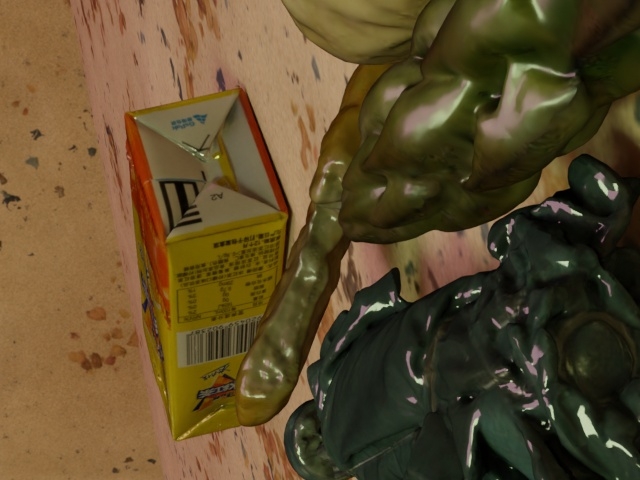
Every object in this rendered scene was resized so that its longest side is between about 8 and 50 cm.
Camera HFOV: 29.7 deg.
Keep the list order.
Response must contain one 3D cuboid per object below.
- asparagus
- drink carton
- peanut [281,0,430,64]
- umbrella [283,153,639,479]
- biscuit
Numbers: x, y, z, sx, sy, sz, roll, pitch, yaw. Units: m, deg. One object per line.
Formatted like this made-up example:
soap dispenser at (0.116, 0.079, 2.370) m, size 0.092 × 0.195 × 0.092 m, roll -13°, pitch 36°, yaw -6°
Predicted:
asparagus at (0.071, -0.061, 0.391) m, size 0.287 × 0.080 × 0.080 m, roll -47°, pitch 55°, yaw 56°
drink carton at (-0.108, 0.035, 1.124) m, size 0.351 × 0.111 × 0.155 m, roll 97°, pitch 157°, yaw -55°
peanut at (0.010, -0.147, 0.531) m, size 0.263 × 0.101 × 0.117 m, roll -127°, pitch 45°, yaw -59°
umbrella at (0.057, 0.076, 0.547) m, size 0.349 × 0.094 × 0.143 m, roll 136°, pitch 144°, yaw -67°
biscuit at (0.000, 0.000, 0.661) m, size 0.183 × 0.039 × 0.174 m, roll 109°, pitch -175°, yaw -61°
